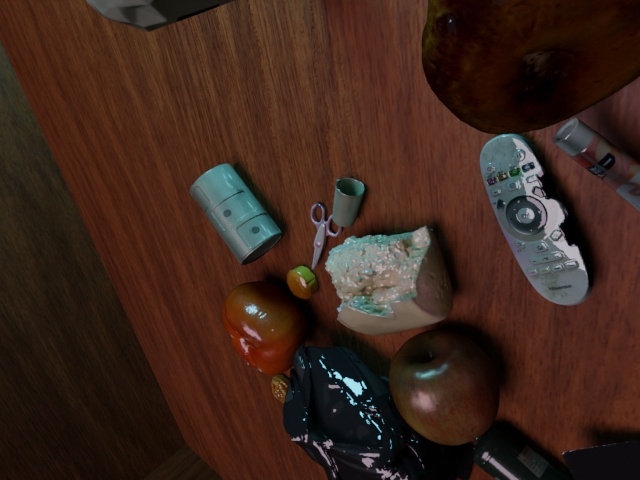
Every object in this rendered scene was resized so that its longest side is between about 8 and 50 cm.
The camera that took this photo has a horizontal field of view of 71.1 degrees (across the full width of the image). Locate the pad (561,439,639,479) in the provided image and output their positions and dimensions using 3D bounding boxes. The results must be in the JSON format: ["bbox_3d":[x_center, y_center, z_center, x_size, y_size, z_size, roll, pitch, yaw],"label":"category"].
[{"bbox_3d":[0.498,0.415,0.673,0.163,0.004,0.243,-25,89,28],"label":"pad"}]

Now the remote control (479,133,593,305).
[{"bbox_3d":[0.299,-0.028,0.618,0.097,0.045,0.256,-19,98,51],"label":"remote control"}]

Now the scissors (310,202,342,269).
[{"bbox_3d":[0.000,0.000,0.993,0.085,0.022,0.176,36,135,21],"label":"scissors"}]

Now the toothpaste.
[{"bbox_3d":[0.351,-0.064,0.499,0.205,0.036,0.056,33,147,-6],"label":"toothpaste"}]

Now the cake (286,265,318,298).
[{"bbox_3d":[-0.046,0.105,1.106,0.084,0.044,0.084,26,132,33],"label":"cake"}]

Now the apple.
[{"bbox_3d":[0.221,0.261,0.800,0.188,0.188,0.174,-7,115,50],"label":"apple"}]

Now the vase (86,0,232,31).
[{"bbox_3d":[-0.125,-0.378,0.574,0.165,0.360,0.165,28,135,32],"label":"vase"}]

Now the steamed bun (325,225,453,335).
[{"bbox_3d":[0.115,0.073,0.797,0.225,0.170,0.200,-29,89,52],"label":"steamed bun"}]

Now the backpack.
[{"bbox_3d":[0.080,0.439,1.032,0.445,0.254,0.363,44,135,37],"label":"backpack"}]

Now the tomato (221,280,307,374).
[{"bbox_3d":[-0.145,0.228,1.194,0.260,0.180,0.260,32,138,34],"label":"tomato"}]

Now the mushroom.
[{"bbox_3d":[0.224,-0.243,0.428,0.267,0.267,0.255,8,95,45],"label":"mushroom"}]

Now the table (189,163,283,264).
[{"bbox_3d":[-0.204,-0.063,1.092,0.220,0.126,0.126,53,143,7],"label":"table"}]

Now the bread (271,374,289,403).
[{"bbox_3d":[-0.123,0.494,1.480,0.083,0.044,0.111,25,135,31],"label":"bread"}]

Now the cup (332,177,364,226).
[{"bbox_3d":[0.043,-0.077,0.862,0.075,0.054,0.083,36,141,24],"label":"cup"}]

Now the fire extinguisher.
[{"bbox_3d":[0.367,0.424,0.832,0.294,0.118,0.093,35,107,25],"label":"fire extinguisher"}]

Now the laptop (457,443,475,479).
[{"bbox_3d":[0.265,0.466,1.046,0.197,0.016,0.135,25,131,34],"label":"laptop"}]
